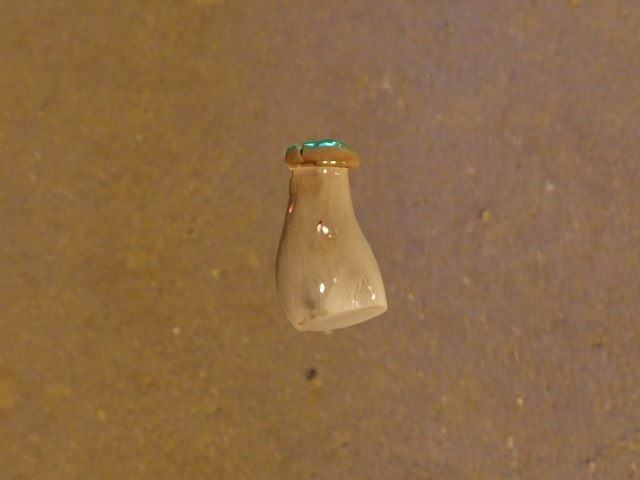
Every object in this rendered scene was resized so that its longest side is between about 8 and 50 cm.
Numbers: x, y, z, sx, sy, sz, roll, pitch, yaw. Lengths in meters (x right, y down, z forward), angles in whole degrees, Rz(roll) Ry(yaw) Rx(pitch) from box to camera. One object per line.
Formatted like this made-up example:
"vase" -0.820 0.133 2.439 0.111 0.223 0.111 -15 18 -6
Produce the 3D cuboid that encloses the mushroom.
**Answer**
"mushroom" 0.000 0.000 1.620 0.116 0.225 0.093 -14 15 -4
